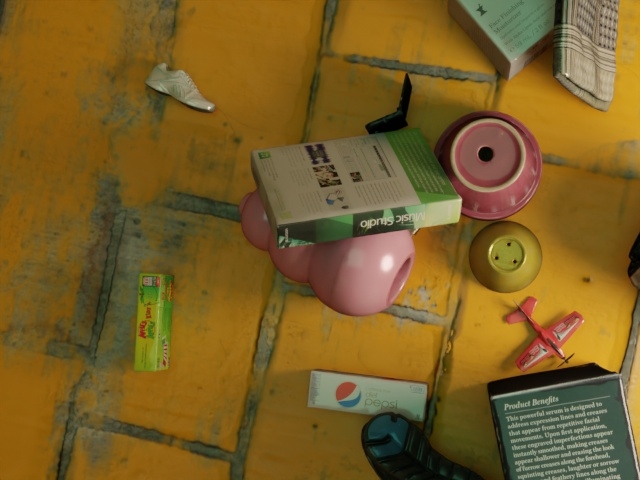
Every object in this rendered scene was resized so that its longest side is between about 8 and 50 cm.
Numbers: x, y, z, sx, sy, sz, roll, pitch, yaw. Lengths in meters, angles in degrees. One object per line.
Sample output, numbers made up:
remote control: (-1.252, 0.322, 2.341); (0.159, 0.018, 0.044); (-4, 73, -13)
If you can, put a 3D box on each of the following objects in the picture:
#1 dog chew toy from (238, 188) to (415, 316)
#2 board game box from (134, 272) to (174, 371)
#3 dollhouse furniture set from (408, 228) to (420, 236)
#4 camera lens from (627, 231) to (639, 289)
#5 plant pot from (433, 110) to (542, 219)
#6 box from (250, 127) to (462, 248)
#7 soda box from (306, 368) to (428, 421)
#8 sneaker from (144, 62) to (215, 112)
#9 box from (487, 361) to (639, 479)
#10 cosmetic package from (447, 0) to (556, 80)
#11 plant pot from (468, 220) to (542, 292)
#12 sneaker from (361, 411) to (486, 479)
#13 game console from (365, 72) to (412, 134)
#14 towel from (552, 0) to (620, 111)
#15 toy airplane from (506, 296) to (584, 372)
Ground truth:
dog chew toy: (0.000, 0.000, 1.908); (0.332, 0.206, 0.206); (26, 91, 17)
board game box: (-0.313, 0.154, 1.992); (0.043, 0.092, 0.181); (3, 87, 8)
dollhouse furniture set: (0.135, -0.077, 1.975); (0.152, 0.058, 0.076); (42, 86, -10)
camera lens: (0.681, 0.039, 1.786); (0.274, 0.219, 0.219); (31, 91, 9)
plant pot: (0.297, -0.139, 1.875); (0.201, 0.180, 0.201); (0, 87, 8)
box: (0.056, -0.096, 1.838); (0.322, 0.232, 0.058); (-9, 130, -10)
soda box: (0.088, 0.282, 1.933); (0.216, 0.074, 0.069); (6, 87, 9)
sneaker: (-0.265, -0.295, 2.033); (0.152, 0.054, 0.061); (29, 88, 10)
box: (0.420, 0.422, 1.765); (0.212, 0.293, 0.395); (-11, 85, 7)
cosmetic package: (0.340, -0.416, 1.900); (0.151, 0.151, 0.183); (-40, 82, 3)
plant pot: (0.335, 0.028, 1.901); (0.134, 0.095, 0.134); (0, 87, 8)
sneaker: (0.207, 0.441, 1.881); (0.125, 0.139, 0.341); (-41, 84, -16)
game console: (0.127, -0.245, 1.936); (0.107, 0.122, 0.071); (-22, 83, 7)
towel: (0.468, -0.398, 1.804); (0.056, 0.324, 0.312); (2, 87, 28)
toy airplane: (0.398, 0.167, 1.917); (0.151, 0.028, 0.151); (-1, 85, 8)
